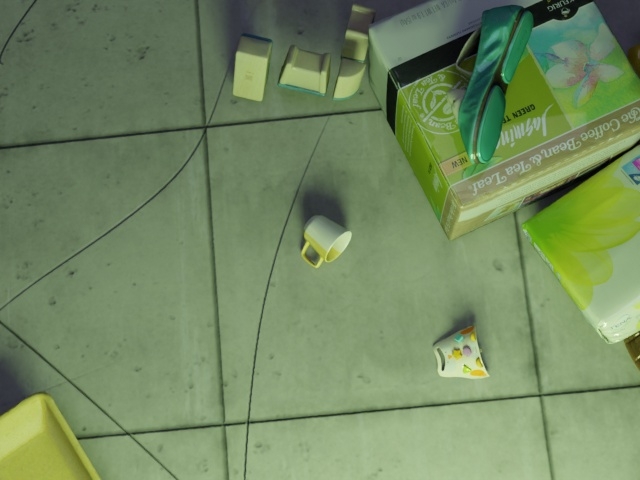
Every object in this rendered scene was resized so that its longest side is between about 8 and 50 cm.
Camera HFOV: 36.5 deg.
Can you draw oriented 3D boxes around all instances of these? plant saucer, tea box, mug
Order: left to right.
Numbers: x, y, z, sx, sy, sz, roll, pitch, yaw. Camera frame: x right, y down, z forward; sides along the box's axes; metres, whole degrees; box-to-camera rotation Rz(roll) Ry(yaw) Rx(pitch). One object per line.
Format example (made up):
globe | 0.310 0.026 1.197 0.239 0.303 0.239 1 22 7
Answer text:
plant saucer | -0.464 0.454 1.468 0.333 0.081 0.332 -34 77 -6
mug | 0.001 -0.003 1.565 0.064 0.062 0.078 39 75 19
tea box | 0.285 -0.224 1.519 0.329 0.220 0.323 -26 77 -3

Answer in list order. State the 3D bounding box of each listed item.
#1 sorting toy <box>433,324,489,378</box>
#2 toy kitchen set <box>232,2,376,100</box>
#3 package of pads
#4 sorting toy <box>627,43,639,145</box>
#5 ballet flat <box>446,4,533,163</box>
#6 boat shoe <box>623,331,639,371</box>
sorting toy | 0.216 0.180 1.524 0.075 0.045 0.083 -17 75 19
toy kitchen set | -0.027 -0.319 1.631 0.207 0.122 0.166 13 62 -2
package of pads | 0.489 -0.010 1.457 0.297 0.101 0.229 -36 54 10
sorting toy | 0.600 -0.220 1.529 0.307 0.041 0.229 45 114 25
ballet flat | 0.228 -0.221 1.376 0.087 0.083 0.247 12 76 31
boat shoe | 0.587 0.199 1.465 0.123 0.123 0.342 -53 57 24
